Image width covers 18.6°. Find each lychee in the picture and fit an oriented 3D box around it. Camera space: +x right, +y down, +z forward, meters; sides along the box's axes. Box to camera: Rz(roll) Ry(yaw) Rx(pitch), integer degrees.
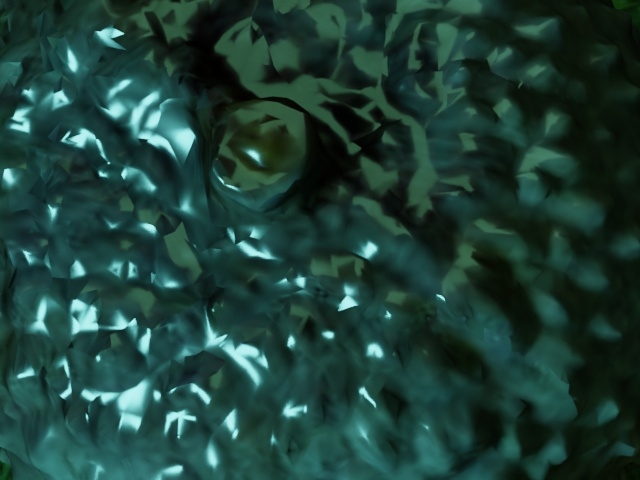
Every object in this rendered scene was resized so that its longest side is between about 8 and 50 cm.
[{"bbox_3d":[-0.001,0.004,0.725,0.300,0.300,0.300,-5,37,4],"label":"lychee"}]
